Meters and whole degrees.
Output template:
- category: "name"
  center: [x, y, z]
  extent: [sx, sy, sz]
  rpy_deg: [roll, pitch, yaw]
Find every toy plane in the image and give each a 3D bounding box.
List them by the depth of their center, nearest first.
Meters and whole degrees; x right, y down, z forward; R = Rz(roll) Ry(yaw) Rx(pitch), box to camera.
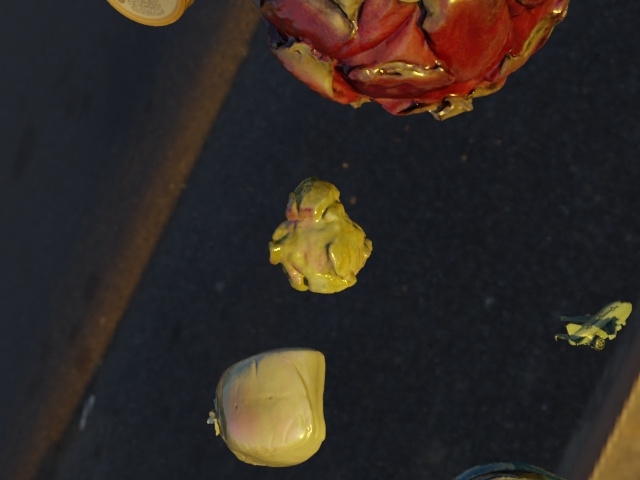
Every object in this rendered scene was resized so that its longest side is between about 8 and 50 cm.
- category: "toy plane"
  center: [0.269, 0.083, 1.184]
  extent: [0.080, 0.083, 0.033]
  rpy_deg: [19, 129, 65]

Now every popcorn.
- category: "popcorn"
  center: [0.002, 0.001, 1.150]
  extent: [0.089, 0.097, 0.109]
  rpy_deg: [-40, 54, 12]

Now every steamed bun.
- category: "steamed bun"
  center: [-0.082, 0.242, 1.775]
  extent: [0.238, 0.153, 0.170]
  rpy_deg: [126, 142, -69]

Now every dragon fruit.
- category: "dragon fruit"
  center: [0.081, -0.270, 1.109]
  extent: [0.329, 0.329, 0.329]
  rpy_deg: [-32, 50, 48]

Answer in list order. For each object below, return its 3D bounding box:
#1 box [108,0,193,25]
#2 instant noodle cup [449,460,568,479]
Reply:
- category: "box"
  center: [-0.175, -0.266, 1.227]
  extent: [0.105, 0.105, 0.037]
  rpy_deg: [-32, 26, 47]
- category: "instant noodle cup"
  center: [0.088, 0.184, 0.562]
  extent: [0.179, 0.157, 0.070]
  rpy_deg: [-46, 29, 39]
